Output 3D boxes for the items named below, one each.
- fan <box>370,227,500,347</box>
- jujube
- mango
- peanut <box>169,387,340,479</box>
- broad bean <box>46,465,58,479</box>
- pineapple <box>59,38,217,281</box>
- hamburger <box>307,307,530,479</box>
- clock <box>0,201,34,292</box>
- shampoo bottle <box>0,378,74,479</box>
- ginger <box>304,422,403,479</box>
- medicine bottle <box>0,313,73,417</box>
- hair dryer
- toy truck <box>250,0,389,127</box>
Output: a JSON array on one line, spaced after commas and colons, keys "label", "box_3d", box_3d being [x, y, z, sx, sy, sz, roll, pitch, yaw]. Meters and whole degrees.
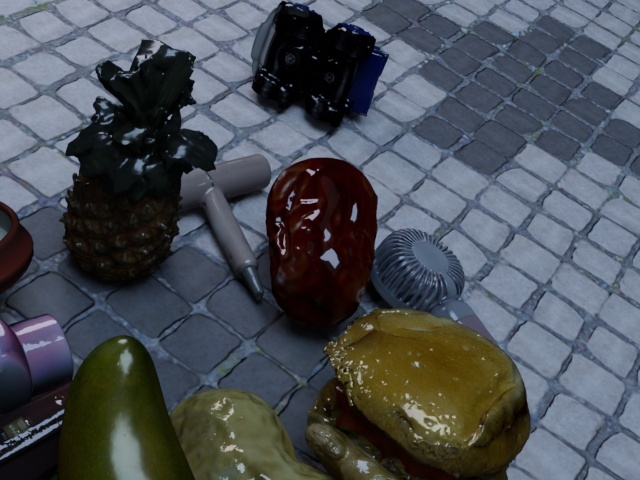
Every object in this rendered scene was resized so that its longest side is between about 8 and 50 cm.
[{"label": "fan", "box_3d": [0.159, 0.088, 1.272, 0.130, 0.074, 0.244, -5, 51, -42]}, {"label": "jujube", "box_3d": [0.000, 0.000, 1.234, 0.155, 0.155, 0.230, 14, 46, -9]}, {"label": "mango", "box_3d": [-0.170, 0.238, 0.868, 0.129, 0.146, 0.289, -11, 71, -17]}, {"label": "peanut", "box_3d": [-0.050, 0.263, 0.948, 0.147, 0.147, 0.305, -25, 54, -40]}, {"label": "broad bean", "box_3d": [-0.256, 0.294, 0.880, 0.052, 0.053, 0.256, 22, 41, -8]}, {"label": "pineapple", "box_3d": [-0.210, -0.089, 1.119, 0.170, 0.310, 0.141, 8, 44, -15]}, {"label": "hamburger", "box_3d": [0.106, 0.196, 1.042, 0.244, 0.163, 0.244, 14, 29, -8]}, {"label": "clock", "box_3d": [-0.467, 0.025, 1.014, 0.318, 0.080, 0.318, 2, 21, -1]}, {"label": "shampoo bottle", "box_3d": [-0.297, 0.203, 0.931, 0.236, 0.067, 0.068, -31, 25, -28]}, {"label": "ginger", "box_3d": [0.036, 0.222, 0.928, 0.137, 0.044, 0.057, 35, 24, 22]}, {"label": "medicine bottle", "box_3d": [-0.349, 0.138, 0.957, 0.188, 0.119, 0.094, -17, 44, -35]}, {"label": "hair dryer", "box_3d": [-0.105, -0.021, 1.286, 0.195, 0.054, 0.220, -20, 56, -38]}, {"label": "toy truck", "box_3d": [-0.001, -0.297, 1.575, 0.213, 0.161, 0.177, 22, 21, 2]}]
